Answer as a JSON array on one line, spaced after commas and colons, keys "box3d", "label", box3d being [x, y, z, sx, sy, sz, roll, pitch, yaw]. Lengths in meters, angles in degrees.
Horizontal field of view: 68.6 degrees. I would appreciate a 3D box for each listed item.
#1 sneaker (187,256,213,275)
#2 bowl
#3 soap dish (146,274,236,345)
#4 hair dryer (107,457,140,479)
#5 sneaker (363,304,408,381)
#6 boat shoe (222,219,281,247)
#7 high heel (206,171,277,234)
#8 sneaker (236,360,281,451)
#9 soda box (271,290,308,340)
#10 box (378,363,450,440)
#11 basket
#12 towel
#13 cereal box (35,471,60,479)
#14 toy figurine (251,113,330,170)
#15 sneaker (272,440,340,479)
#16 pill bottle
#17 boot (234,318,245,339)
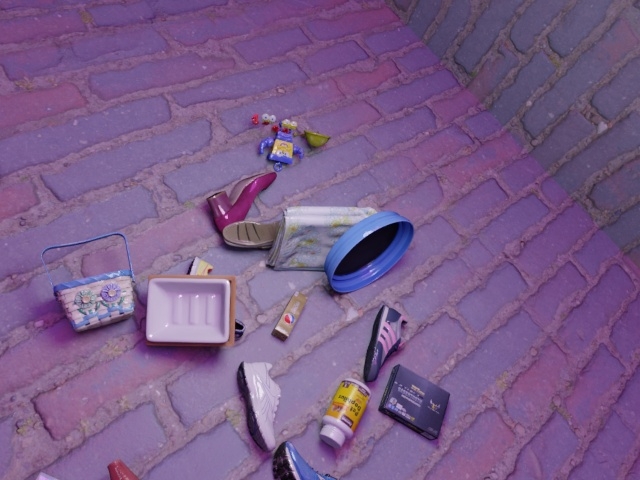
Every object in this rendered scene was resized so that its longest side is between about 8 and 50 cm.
[{"box3d": [-0.437, 0.161, 1.680, 0.094, 0.081, 0.208, 22, 60, -21], "label": "sneaker"}, {"box3d": [0.184, 0.043, 1.803, 0.391, 0.391, 0.077, -20, 57, -29], "label": "bowl"}, {"box3d": [-0.418, 0.228, 1.542, 0.291, 0.118, 0.228, 0, 85, 2], "label": "soap dish"}, {"box3d": [-0.555, 0.738, 1.243, 0.224, 0.080, 0.293, 12, 55, -18], "label": "hair dryer"}, {"box3d": [0.255, 0.401, 1.783, 0.131, 0.112, 0.319, 24, 57, -3], "label": "sneaker"}, {"box3d": [-0.236, -0.013, 1.839, 0.302, 0.103, 0.113, -3, 63, -23], "label": "boat shoe"}, {"box3d": [-0.296, -0.155, 1.928, 0.377, 0.127, 0.181, -34, 110, -39], "label": "high heel"}, {"box3d": [-0.183, 0.535, 1.545, 0.129, 0.111, 0.297, -3, 63, -29], "label": "sneaker"}, {"box3d": [-0.113, 0.279, 1.743, 0.058, 0.061, 0.181, 31, 55, -2], "label": "soda box"}, {"box3d": [0.350, 0.596, 1.737, 0.233, 0.059, 0.183, 32, 54, -2], "label": "box"}, {"box3d": [-0.724, 0.130, 1.511, 0.255, 0.201, 0.289, -17, 79, -27], "label": "basket"}, {"box3d": [0.000, 0.000, 1.792, 0.375, 0.320, 0.090, -1, 54, -21], "label": "towel"}, {"box3d": [-0.692, 0.756, 1.254, 0.240, 0.047, 0.173, 27, 54, -4], "label": "cereal box"}, {"box3d": [-0.155, -0.411, 2.114, 0.363, 0.191, 0.217, 11, 88, -23], "label": "toy figurine"}, {"box3d": [-0.025, 0.775, 1.470, 0.147, 0.130, 0.330, -23, 74, -45], "label": "sneaker"}, {"box3d": [0.082, 0.590, 1.603, 0.117, 0.117, 0.215, 34, 55, 1], "label": "pill bottle"}, {"box3d": [-0.352, 0.281, 1.635, 0.190, 0.086, 0.069, 23, 56, -7], "label": "boot"}]
